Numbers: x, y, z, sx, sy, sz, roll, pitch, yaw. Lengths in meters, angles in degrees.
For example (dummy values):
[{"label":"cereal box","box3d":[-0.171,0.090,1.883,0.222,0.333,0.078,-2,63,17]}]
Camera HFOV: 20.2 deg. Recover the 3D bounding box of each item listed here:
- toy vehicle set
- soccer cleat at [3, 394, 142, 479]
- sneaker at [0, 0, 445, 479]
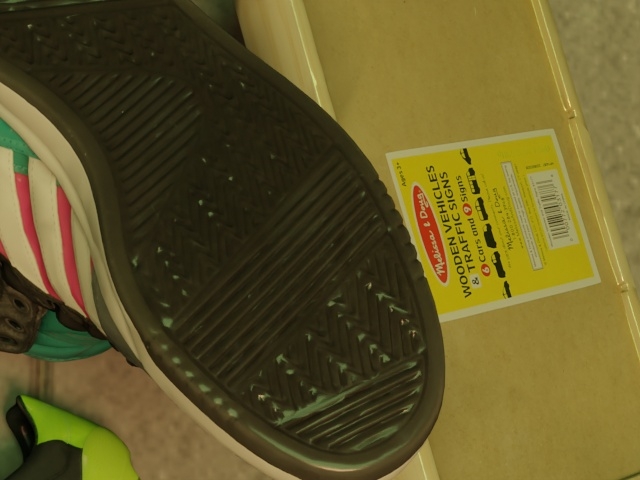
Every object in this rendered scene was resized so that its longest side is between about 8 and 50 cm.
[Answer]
[{"label":"toy vehicle set","box3d":[0.064,-0.004,0.794,0.166,0.035,0.267,-9,81,-42]},{"label":"soccer cleat","box3d":[-0.135,0.143,0.707,0.072,0.060,0.179,31,56,-7]},{"label":"sneaker","box3d":[-0.071,0.008,0.697,0.124,0.178,0.295,-30,64,-22]}]
